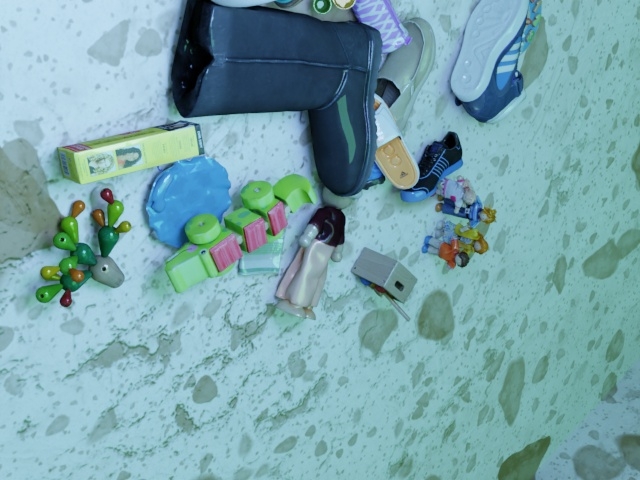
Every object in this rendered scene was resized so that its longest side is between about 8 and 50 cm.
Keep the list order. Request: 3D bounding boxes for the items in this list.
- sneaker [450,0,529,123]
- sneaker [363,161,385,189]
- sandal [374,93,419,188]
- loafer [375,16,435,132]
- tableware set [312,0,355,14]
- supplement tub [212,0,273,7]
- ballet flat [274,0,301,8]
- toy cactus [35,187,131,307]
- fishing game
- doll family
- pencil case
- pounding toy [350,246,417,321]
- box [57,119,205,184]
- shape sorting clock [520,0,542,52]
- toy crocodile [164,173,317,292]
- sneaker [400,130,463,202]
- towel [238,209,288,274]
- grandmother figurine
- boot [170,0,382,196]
[{"bbox_3d":[0.449,-0.448,2.157,0.236,0.130,0.323,27,87,-53],"label":"sneaker"},{"bbox_3d":[0.133,-0.177,1.993,0.152,0.058,0.085,-42,128,-20],"label":"sneaker"},{"bbox_3d":[0.136,-0.210,1.891,0.102,0.076,0.265,-32,113,17],"label":"sandal"},{"bbox_3d":[0.174,-0.361,1.920,0.092,0.101,0.269,2,107,-53],"label":"loafer"},{"bbox_3d":[0.050,-0.506,1.700,0.154,0.024,0.104,-19,105,-1],"label":"tableware set"},{"bbox_3d":[-0.130,-0.569,1.395,0.235,0.235,0.325,-42,134,-25],"label":"supplement tub"},{"bbox_3d":[-0.009,-0.598,1.627,0.124,0.116,0.343,-11,113,-64],"label":"ballet flat"},{"bbox_3d":[-0.393,0.032,1.517,0.219,0.112,0.180,-63,150,-16],"label":"toy cactus"},{"bbox_3d":[-0.252,-0.074,1.653,0.189,0.041,0.264,-40,133,-21],"label":"fishing game"},{"bbox_3d":[0.367,-0.051,2.223,0.118,0.163,0.263,-19,121,-40],"label":"doll family"},{"bbox_3d":[0.116,-0.479,1.812,0.086,0.088,0.206,-61,139,-19],"label":"pencil case"},{"bbox_3d":[0.161,0.106,2.105,0.100,0.130,0.141,-59,139,-8],"label":"pounding toy"},{"bbox_3d":[-0.319,-0.152,1.483,0.232,0.087,0.058,-19,112,-30],"label":"box"},{"bbox_3d":[0.499,-0.560,2.218,0.206,0.040,0.206,-22,123,-39],"label":"shape sorting clock"},{"bbox_3d":[-0.152,-0.015,1.675,0.340,0.105,0.115,-35,132,-27],"label":"toy crocodile"},{"bbox_3d":[0.267,-0.182,2.126,0.232,0.081,0.091,-41,131,-35],"label":"sneaker"},{"bbox_3d":[-0.116,-0.001,1.841,0.113,0.023,0.152,-4,110,-47],"label":"towel"},{"bbox_3d":[0.000,0.000,1.918,0.208,0.104,0.343,24,87,-77],"label":"grandmother figurine"},{"bbox_3d":[-0.077,-0.256,1.662,0.445,0.146,0.367,-8,104,-49],"label":"boot"}]
